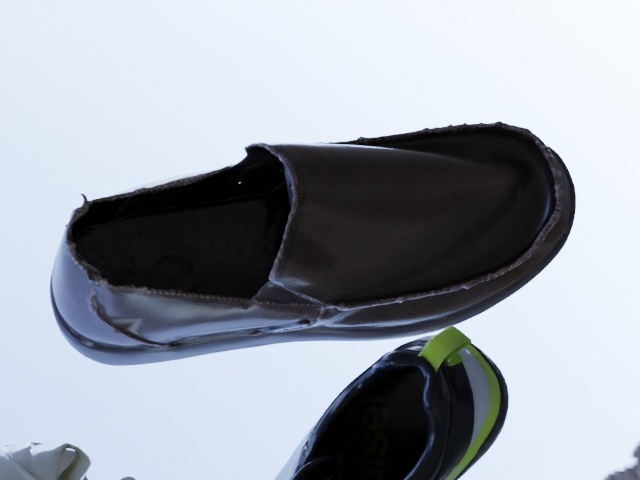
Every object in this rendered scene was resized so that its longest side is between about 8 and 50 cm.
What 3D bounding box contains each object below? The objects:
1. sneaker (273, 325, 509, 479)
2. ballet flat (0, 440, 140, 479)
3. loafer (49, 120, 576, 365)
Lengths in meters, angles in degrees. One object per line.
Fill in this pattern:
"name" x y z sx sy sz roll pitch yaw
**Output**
"sneaker" -0.002 0.132 0.494 0.234 0.084 0.097 -56 -29 9
"ballet flat" -0.288 0.329 1.218 0.139 0.400 0.139 -53 -18 -26
"loafer" 0.000 0.000 0.648 0.130 0.366 0.133 93 161 -70
